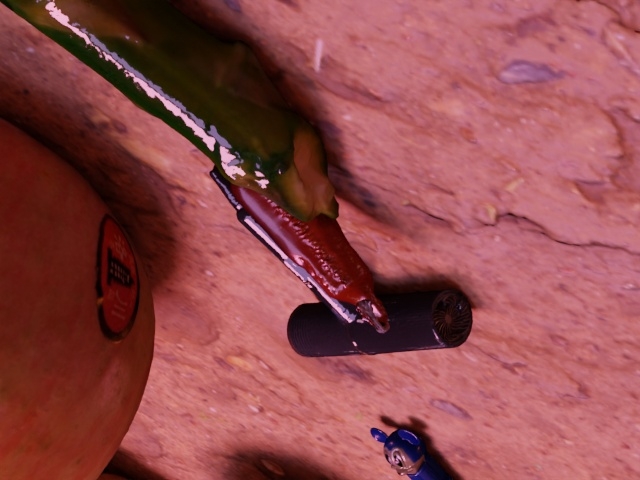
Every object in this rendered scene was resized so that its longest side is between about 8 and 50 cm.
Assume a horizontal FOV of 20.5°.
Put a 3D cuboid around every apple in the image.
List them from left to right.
[{"bbox_3d":[-0.337,0.088,1.482,0.391,0.346,0.391,26,154,14],"label":"apple"}]

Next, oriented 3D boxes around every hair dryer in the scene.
[{"bbox_3d":[0.002,0.012,1.333,0.173,0.050,0.195,-8,128,48],"label":"hair dryer"}]

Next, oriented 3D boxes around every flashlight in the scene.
[{"bbox_3d":[0.091,0.205,1.551,0.057,0.035,0.121,-5,134,48],"label":"flashlight"}]

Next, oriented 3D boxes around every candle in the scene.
[{"bbox_3d":[0.000,0.000,1.273,0.162,0.053,0.048,50,162,-2],"label":"candle"}]

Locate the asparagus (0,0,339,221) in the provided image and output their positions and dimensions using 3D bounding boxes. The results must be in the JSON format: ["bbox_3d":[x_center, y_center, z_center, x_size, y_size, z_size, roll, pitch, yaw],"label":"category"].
[{"bbox_3d":[-0.108,-0.121,1.191,0.343,0.082,0.085,39,148,-13],"label":"asparagus"}]

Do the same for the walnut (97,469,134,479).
[{"bbox_3d":[-0.291,0.378,1.976,0.296,0.285,0.285,9,145,24],"label":"walnut"}]
